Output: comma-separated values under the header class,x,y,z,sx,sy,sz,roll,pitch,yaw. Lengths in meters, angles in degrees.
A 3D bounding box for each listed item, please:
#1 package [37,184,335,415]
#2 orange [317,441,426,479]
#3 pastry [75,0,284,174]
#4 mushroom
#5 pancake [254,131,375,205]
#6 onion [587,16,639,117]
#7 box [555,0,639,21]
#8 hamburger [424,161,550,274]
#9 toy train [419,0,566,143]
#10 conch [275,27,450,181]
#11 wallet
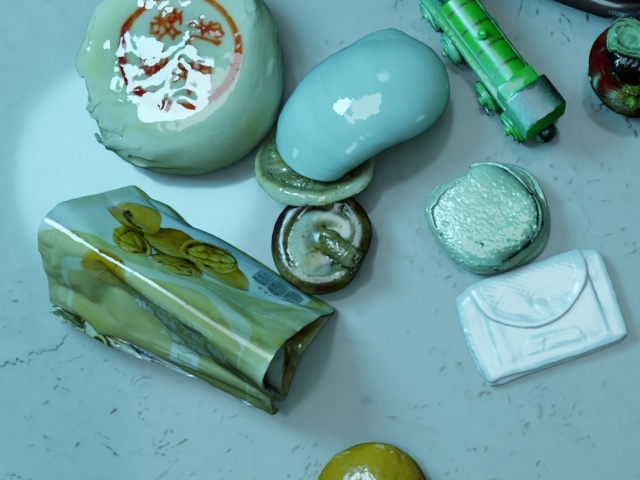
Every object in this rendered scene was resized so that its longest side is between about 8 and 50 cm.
class,x,y,z,sx,sy,sz,roll,pitch,yaw
package,-0.171,0.088,1.574,0.311,0.221,0.165,29,107,11
orange,0.058,0.295,1.534,0.135,0.117,0.135,-2,75,7
pastry,-0.168,-0.206,1.633,0.265,0.133,0.265,-2,81,12
mushroom,0.000,0.000,1.599,0.127,0.087,0.127,-1,81,4
pancake,-0.006,-0.095,1.613,0.151,0.025,0.151,-4,43,4
onion,0.368,-0.197,1.570,0.117,0.118,0.118,26,86,14
box,0.272,-0.426,1.614,0.404,0.108,0.263,23,86,10
hamburger,0.200,-0.027,1.589,0.140,0.062,0.133,-23,78,6
toy train,0.198,-0.223,1.591,0.085,0.119,0.251,-36,80,2
conch,0.043,-0.167,1.590,0.221,0.185,0.121,-34,116,-16
wallet,0.257,0.088,1.580,0.183,0.032,0.124,-19,82,4
